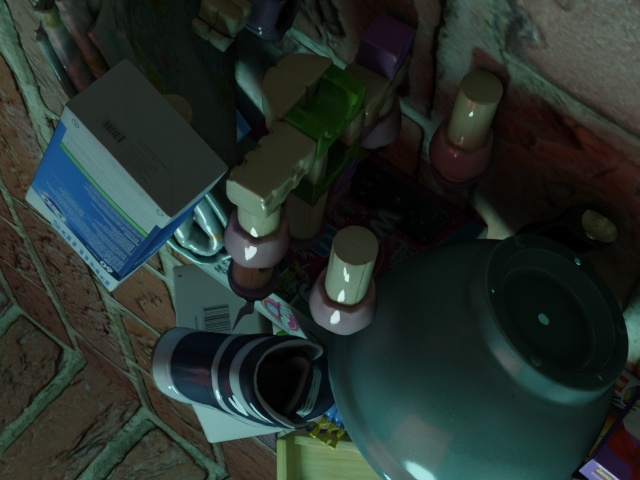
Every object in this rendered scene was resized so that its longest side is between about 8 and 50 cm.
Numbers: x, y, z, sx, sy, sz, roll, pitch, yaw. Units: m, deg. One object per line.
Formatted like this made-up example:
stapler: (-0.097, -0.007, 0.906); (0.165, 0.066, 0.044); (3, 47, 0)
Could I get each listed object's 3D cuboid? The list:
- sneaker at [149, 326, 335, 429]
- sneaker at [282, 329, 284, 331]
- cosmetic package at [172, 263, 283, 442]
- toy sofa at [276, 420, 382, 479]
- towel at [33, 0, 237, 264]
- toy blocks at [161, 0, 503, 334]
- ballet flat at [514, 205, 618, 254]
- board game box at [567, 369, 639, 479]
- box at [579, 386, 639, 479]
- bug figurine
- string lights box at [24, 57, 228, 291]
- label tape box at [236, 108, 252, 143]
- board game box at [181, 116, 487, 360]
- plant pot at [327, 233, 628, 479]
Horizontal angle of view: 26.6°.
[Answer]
sneaker: (-0.031, 0.152, 1.420); (0.153, 0.099, 0.282); (3, 170, 38)
sneaker: (-0.023, 0.121, 2.164); (0.067, 0.064, 0.175); (59, 154, 2)
cosmetic package: (-0.148, 0.180, 2.226); (0.224, 0.138, 0.224); (79, -178, -59)
toy sofa: (0.126, 0.358, 2.004); (0.363, 0.177, 0.150); (2, 97, 27)
towel: (-0.176, -0.202, 1.449); (0.090, 0.320, 0.374); (-13, 136, 14)
toy blocks: (-0.016, -0.076, 1.377); (0.309, 0.288, 0.260); (33, 154, 12)
ballet flat: (0.252, 0.001, 1.398); (0.057, 0.049, 0.173); (43, 160, -9)
board game box: (0.405, 0.308, 1.547); (0.305, 0.193, 0.053); (37, 160, 12)
box: (0.434, 0.238, 1.337); (0.293, 0.201, 0.057); (38, 159, 11)
bug figurine: (0.011, 0.214, 2.045); (0.216, 0.072, 0.279); (29, -165, 4)
string lights box: (-0.189, -0.052, 1.260); (0.133, 0.077, 0.260); (48, 155, -2)
label tape box: (-0.198, -0.117, 1.854); (0.249, 0.115, 0.348); (53, 159, -18)
board game box: (0.007, -0.001, 1.593); (0.303, 0.224, 0.097); (35, 157, 17)
plant pot: (0.181, 0.114, 1.357); (0.293, 0.293, 0.196); (42, 135, -2)
